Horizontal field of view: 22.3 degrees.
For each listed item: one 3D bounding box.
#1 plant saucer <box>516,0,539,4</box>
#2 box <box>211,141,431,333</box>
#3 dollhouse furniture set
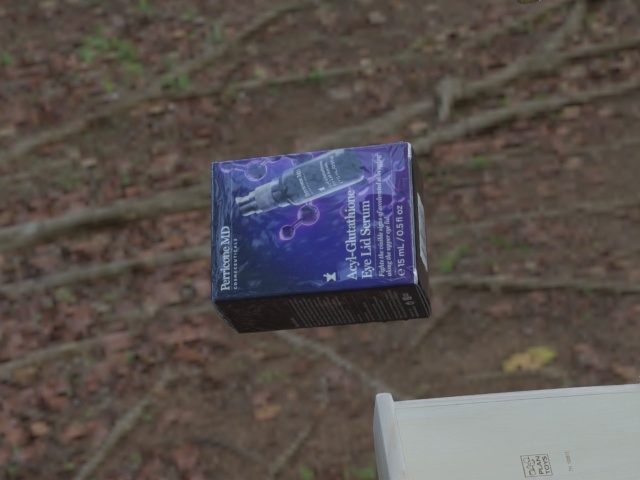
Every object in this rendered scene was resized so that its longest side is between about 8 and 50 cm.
[{"bbox_3d":[0.180,-0.204,1.208,0.083,0.015,0.083,-28,17,10],"label":"plant saucer"},{"bbox_3d":[0.000,0.000,1.605,0.207,0.153,0.108,-6,-22,9],"label":"box"},{"bbox_3d":[0.146,0.285,1.146,0.198,0.303,0.286,-4,46,-5],"label":"dollhouse furniture set"}]
